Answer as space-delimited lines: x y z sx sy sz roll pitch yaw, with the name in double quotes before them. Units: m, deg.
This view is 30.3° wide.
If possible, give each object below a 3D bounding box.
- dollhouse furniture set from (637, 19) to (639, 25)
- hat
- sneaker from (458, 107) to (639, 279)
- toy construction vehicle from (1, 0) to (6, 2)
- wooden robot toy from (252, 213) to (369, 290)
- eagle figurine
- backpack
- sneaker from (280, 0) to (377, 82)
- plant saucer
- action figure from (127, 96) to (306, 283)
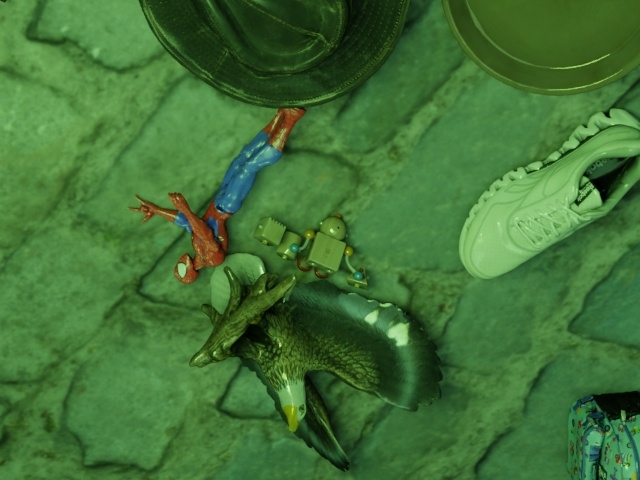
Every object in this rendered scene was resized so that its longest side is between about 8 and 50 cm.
"dollhouse furniture set" 0.431 -0.251 1.463 0.114 0.081 0.091 36 70 12
"hat" -0.065 -0.269 1.287 0.331 0.134 0.331 3 121 6
"sneaker" 0.298 -0.049 1.503 0.292 0.118 0.110 -41 110 14
"toy construction vehicle" -0.395 -0.342 1.390 0.098 0.035 0.086 28 109 -22
"wooden robot toy" 0.000 0.000 1.544 0.173 0.076 0.079 24 73 -12
"eagle figurine" -0.022 0.161 1.540 0.298 0.226 0.225 28 74 -38
"backpack" 0.415 0.308 1.620 0.116 0.173 0.158 -2 113 -3
"sneaker" 0.017 -0.256 1.418 0.281 0.106 0.163 -7 116 10
"plant saucer" 0.282 -0.306 1.400 0.277 0.041 0.278 7 122 12
"action figure" -0.143 -0.075 1.480 0.139 0.091 0.280 21 108 -18
